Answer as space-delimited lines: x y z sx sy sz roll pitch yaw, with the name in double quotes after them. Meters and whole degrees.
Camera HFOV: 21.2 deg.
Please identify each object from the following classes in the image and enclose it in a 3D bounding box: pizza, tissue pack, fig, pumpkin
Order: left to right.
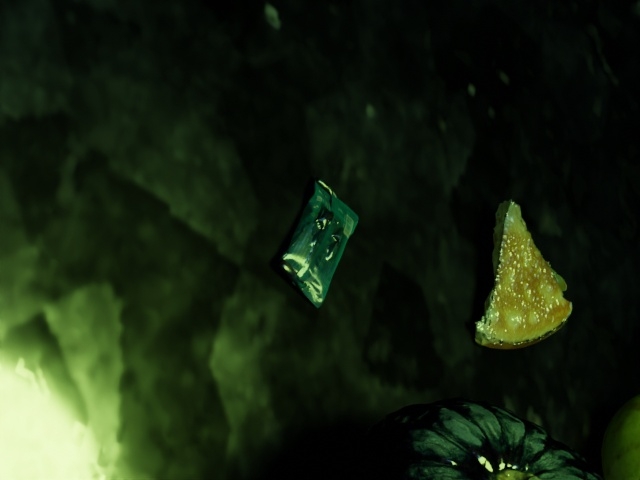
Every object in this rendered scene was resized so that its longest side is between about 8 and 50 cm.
0.000 0.000 1.987 0.085 0.028 0.138 45 55 -33 "tissue pack"
0.159 0.343 1.867 0.363 0.266 0.363 18 37 -15 "pumpkin"
0.252 0.043 2.235 0.185 0.052 0.195 -12 95 -41 "pizza"
0.475 0.322 2.346 0.225 0.203 0.203 97 17 -54 "fig"
